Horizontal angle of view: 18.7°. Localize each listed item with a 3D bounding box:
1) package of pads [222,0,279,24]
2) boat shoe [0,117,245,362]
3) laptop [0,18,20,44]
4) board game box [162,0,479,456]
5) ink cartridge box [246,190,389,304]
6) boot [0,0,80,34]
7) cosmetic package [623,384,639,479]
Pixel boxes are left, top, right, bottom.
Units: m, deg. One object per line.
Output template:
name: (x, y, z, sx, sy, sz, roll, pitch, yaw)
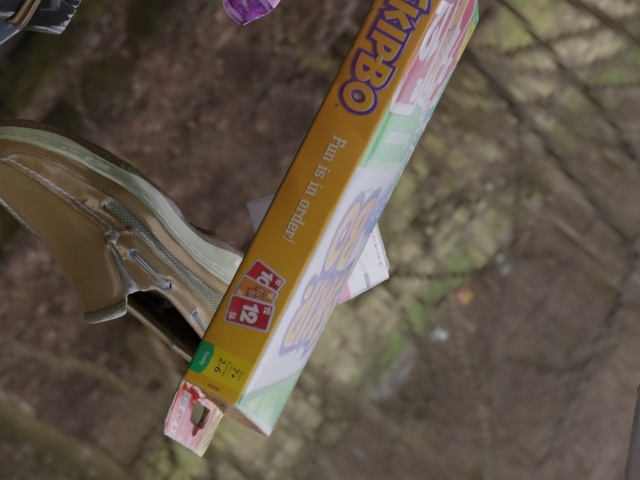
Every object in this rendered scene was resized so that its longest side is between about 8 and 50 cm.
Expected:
package of pads: (-0.047, -0.228, 1.687, 0.050, 0.032, 0.083, -20, -150, 47)
boat shoe: (-0.105, 0.009, 0.997, 0.068, 0.190, 0.072, -11, -128, 51)
laptop: (-0.344, -0.271, 1.650, 0.264, 0.136, 0.234, -38, 145, -14)
board game box: (0.004, -0.016, 0.899, 0.259, 0.039, 0.124, -61, 170, -8)
ink cartridge box: (0.000, 0.000, 1.580, 0.056, 0.099, 0.135, -15, -177, 21)
boot: (-0.160, -0.164, 0.853, 0.198, 0.137, 0.077, 121, -30, -49)
cosmetic package: (0.235, 0.179, 0.899, 0.224, 0.138, 0.225, 1, 100, -55)
